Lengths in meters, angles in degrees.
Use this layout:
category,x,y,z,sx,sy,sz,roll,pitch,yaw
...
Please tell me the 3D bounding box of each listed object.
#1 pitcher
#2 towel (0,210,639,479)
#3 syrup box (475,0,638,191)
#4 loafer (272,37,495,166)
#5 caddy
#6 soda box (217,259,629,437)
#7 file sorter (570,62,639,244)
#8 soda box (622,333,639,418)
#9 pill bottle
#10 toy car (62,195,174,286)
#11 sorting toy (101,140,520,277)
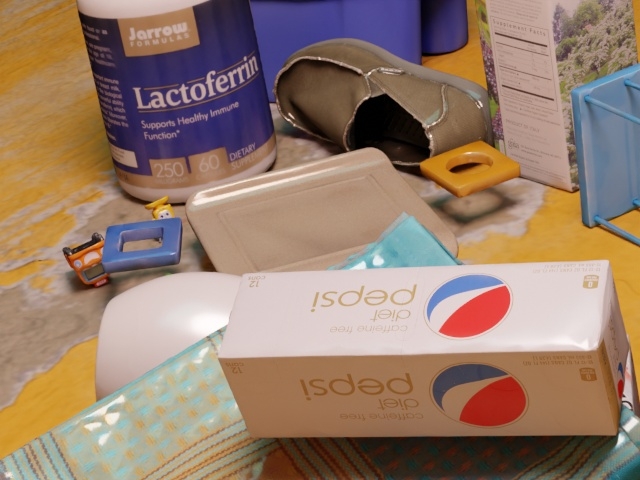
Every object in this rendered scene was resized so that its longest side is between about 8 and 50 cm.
category,x,y,z,sx,sy,sz,roll,pitch,yaw
pitcher,-0.038,0.081,1.269,0.207,0.126,0.178,3,12,5
towel,-0.025,0.141,1.071,0.370,0.040,0.271,-30,42,-13
syrup box,0.196,-0.171,1.550,0.093,0.237,0.096,-27,29,-29
loafer,0.042,-0.120,1.674,0.251,0.094,0.087,14,30,42
caddy,-0.008,-0.263,1.900,0.341,0.179,0.241,5,30,30
soda box,0.058,0.062,1.040,0.216,0.074,0.069,-3,44,18
file sorter,0.297,-0.077,1.454,0.170,0.118,0.104,-22,30,-23
soda box,0.166,0.129,1.130,0.058,0.063,0.183,-8,26,11
pill bottle,-0.134,-0.180,1.669,0.153,0.265,0.153,-9,25,4
toy car,-0.160,0.002,1.557,0.122,0.041,0.060,-28,9,-28
sorting toy,0.000,0.000,1.496,0.347,0.047,0.196,-15,29,-10
